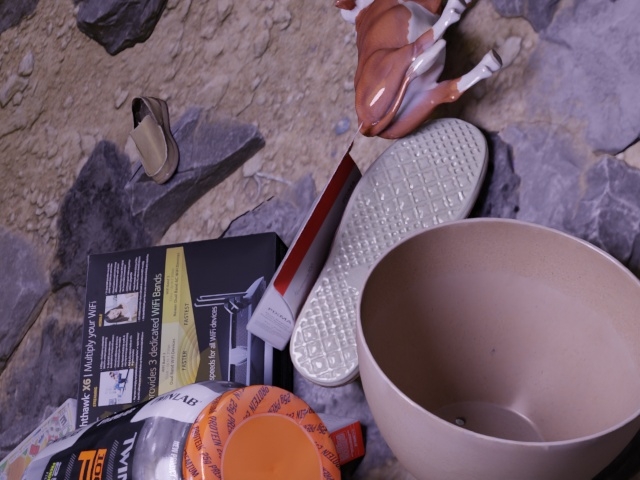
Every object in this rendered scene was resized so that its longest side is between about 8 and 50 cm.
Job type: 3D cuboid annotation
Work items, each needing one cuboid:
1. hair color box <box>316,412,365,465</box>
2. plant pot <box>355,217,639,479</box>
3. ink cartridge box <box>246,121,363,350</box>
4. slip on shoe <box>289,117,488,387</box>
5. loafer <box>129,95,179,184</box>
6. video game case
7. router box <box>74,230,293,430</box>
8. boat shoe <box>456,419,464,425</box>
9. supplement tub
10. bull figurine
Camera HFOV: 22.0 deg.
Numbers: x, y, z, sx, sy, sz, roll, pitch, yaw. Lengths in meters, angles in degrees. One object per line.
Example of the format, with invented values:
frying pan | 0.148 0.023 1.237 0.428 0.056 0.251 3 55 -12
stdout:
hair color box | -0.028 0.229 1.775 0.072 0.141 0.043 3 106 49
plant pot | 0.165 0.143 1.536 0.284 0.284 0.191 -118 25 -43
ink cartridge box | 0.000 0.000 1.792 0.189 0.066 0.232 -62 6 -24
slip on shoe | 0.075 0.013 1.789 0.123 0.101 0.331 28 83 14
loafer | -0.233 -0.138 2.245 0.056 0.050 0.148 -42 46 28
video game case | -0.378 0.355 2.201 0.227 0.026 0.206 -41 46 28
router box | -0.157 0.155 1.923 0.243 0.081 0.309 -6 65 16
boat shoe | 0.100 0.170 1.742 0.153 0.048 0.056 19 97 57
supplement tub | -0.145 0.259 1.645 0.338 0.207 0.207 -26 54 47
bull figurine | 0.103 -0.233 1.841 0.188 0.101 0.310 -34 34 28
